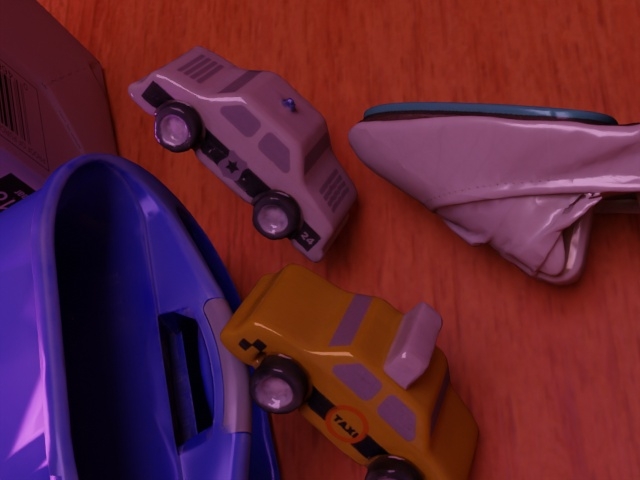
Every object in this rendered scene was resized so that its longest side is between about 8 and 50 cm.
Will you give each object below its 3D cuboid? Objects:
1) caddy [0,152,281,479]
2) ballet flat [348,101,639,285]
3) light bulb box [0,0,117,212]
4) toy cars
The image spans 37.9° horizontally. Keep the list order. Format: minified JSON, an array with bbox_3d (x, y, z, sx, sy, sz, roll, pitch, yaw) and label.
[{"bbox_3d":[-0.125,0.108,0.608,0.179,0.241,0.341,-23,61,17],"label":"caddy"},{"bbox_3d":[0.201,-0.028,0.607,0.400,0.139,0.139,2,68,22],"label":"ballet flat"},{"bbox_3d":[-0.407,-0.083,0.741,0.361,0.358,0.225,-24,59,12],"label":"light bulb box"},{"bbox_3d":[0.000,0.000,0.631,0.087,0.176,0.394,-45,55,30],"label":"toy cars"}]
